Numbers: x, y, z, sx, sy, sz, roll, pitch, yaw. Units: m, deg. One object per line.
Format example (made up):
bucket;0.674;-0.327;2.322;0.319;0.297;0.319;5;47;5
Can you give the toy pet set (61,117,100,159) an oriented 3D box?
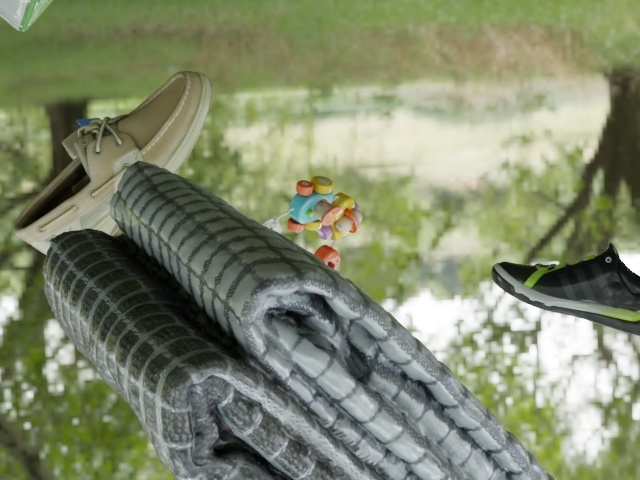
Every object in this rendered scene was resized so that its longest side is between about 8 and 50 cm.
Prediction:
toy pet set;-0.294;-0.110;1.911;0.065;0.114;0.122;-40;156;-11

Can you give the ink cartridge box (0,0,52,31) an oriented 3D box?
ink cartridge box;-0.232;-0.362;1.336;0.117;0.278;0.201;39;160;-8

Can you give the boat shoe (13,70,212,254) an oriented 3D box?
boat shoe;-0.250;-0.096;1.676;0.098;0.302;0.109;34;-162;-32

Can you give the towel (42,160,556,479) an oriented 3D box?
towel;-0.003;0.102;0.713;0.121;0.283;0.235;-48;-154;-7

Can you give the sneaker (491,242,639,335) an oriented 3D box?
sneaker;0.328;0.045;1.689;0.235;0.097;0.084;16;-171;10

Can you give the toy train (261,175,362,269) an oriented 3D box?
toy train;0.000;0.000;1.547;0.046;0.125;0.166;33;174;30
